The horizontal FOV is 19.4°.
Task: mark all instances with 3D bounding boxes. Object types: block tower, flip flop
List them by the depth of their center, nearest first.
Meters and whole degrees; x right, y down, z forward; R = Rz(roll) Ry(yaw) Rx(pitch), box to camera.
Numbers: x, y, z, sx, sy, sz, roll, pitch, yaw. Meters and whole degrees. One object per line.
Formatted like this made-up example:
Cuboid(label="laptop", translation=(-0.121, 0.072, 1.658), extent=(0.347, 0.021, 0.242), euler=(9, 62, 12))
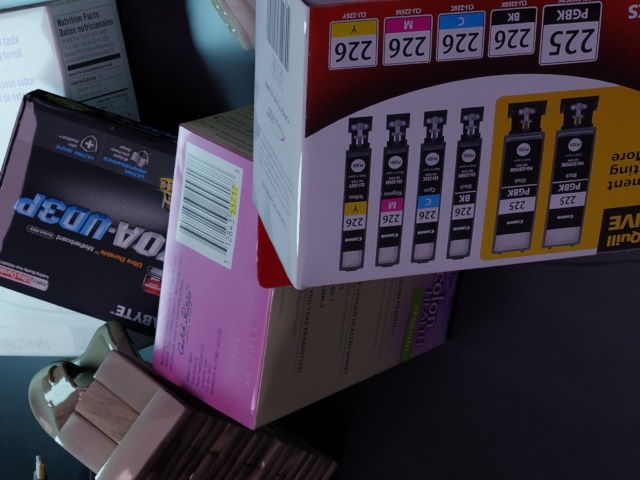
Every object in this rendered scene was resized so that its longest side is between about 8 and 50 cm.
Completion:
Cuboid(label="block tower", translation=(-0.096, 0.179, 1.585), extent=(0.097, 0.335, 0.091), euler=(34, 90, 26))
Cuboid(label="flip flop", translation=(-0.214, 0.145, 1.681), extent=(0.277, 0.080, 0.112), euler=(-22, 95, 60))

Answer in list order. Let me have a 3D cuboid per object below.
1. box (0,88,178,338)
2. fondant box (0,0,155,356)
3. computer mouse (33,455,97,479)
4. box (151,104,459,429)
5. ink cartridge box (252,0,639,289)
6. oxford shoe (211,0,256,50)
Cuboid(label="box", translation=(-0.180, -0.018, 1.661), extent=(0.220, 0.051, 0.175), euler=(19, 102, 0))
Cuboid(label="fondant box", translation=(-0.275, -0.057, 1.792), extent=(0.238, 0.096, 0.330), euler=(-3, 102, 40))
Cuboid(label="computer mouse", translation=(-0.210, 0.236, 1.867), extent=(0.184, 0.060, 0.262), euler=(25, 129, 30))
Cuboid(label="box", translation=(0.000, 0.000, 1.482), extent=(0.117, 0.243, 0.213), euler=(27, 121, 35))
Cuboid(label="ink cartridge box", translation=(0.117, -0.069, 1.276), extent=(0.130, 0.309, 0.272), euler=(-119, 26, -56))
Cuboid(label="oxford shoe", translation=(-0.115, -0.359, 1.546), extent=(0.130, 0.169, 0.449), euler=(-31, 72, 0))
